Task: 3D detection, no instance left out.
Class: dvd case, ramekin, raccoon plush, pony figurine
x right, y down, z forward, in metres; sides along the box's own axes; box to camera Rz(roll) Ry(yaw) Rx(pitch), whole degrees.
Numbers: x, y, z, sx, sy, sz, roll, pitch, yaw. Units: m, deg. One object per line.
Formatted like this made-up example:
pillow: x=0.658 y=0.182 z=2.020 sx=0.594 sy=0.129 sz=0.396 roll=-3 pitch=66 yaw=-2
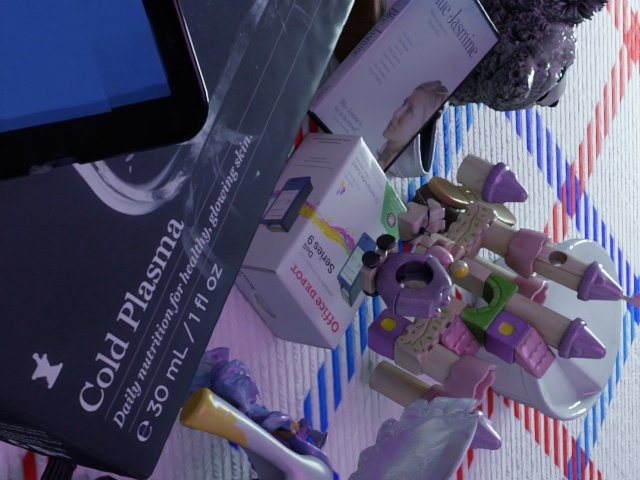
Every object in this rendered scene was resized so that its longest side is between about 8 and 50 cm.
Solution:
dvd case: x=0.107 y=-0.208 z=1.483 sx=0.253 sy=0.022 sz=0.180 roll=-49 pitch=140 yaw=-1
ramekin: x=0.336 y=0.128 z=1.809 sx=0.273 sy=0.127 sz=0.273 roll=-7 pitch=99 yaw=-49
raccoon plush: x=0.221 y=-0.383 z=1.638 sx=0.299 sy=0.216 sz=0.446 roll=-43 pitch=97 yaw=-21
pony figurine: x=-0.024 y=0.278 z=1.285 sx=0.363 sy=0.303 sz=0.351 roll=40 pitch=44 yaw=-20

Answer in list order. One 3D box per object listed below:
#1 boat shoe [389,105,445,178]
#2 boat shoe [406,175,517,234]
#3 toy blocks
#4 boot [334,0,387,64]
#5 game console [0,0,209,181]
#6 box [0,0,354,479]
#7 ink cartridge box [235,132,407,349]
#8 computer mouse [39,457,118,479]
boat shoe: x=0.134 y=-0.173 z=1.587 sx=0.066 sy=0.063 sz=0.184 roll=24 pitch=77 yaw=-48
boat shoe: x=0.194 y=-0.037 z=1.677 sx=0.207 sy=0.073 sz=0.073 roll=15 pitch=120 yaw=-46
toy blocks: x=0.232 y=0.088 z=1.487 sx=0.288 sy=0.260 sz=0.309 roll=-48 pitch=152 yaw=-28
boot: x=0.082 y=-0.320 z=1.504 sx=0.165 sy=0.077 sz=0.213 roll=-15 pitch=106 yaw=-50
game console: x=-0.236 y=-0.146 z=0.639 sx=0.250 sy=0.173 sz=0.293 roll=-34 pitch=116 yaw=-40
box: x=-0.279 y=-0.134 z=0.941 sx=0.472 sy=0.297 sz=0.480 roll=39 pitch=65 yaw=-42
ink cartridge box: x=0.000 y=0.000 z=1.429 sx=0.212 sy=0.093 sz=0.154 roll=-56 pitch=133 yaw=-26
computer mouse: x=-0.213 y=0.269 z=1.247 sx=0.262 sy=0.060 sz=0.184 roll=50 pitch=41 yaw=-43
